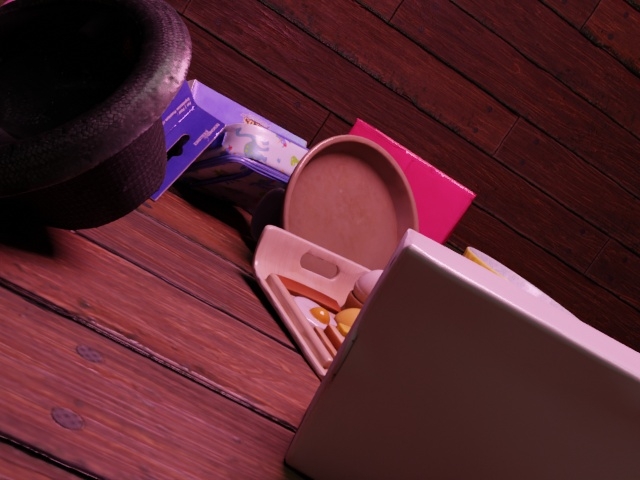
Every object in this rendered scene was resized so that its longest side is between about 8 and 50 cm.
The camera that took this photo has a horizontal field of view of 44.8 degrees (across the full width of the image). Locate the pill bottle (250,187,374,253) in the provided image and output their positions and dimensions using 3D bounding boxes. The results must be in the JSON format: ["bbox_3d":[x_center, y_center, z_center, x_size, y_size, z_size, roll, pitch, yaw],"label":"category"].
[{"bbox_3d":[0.000,0.000,1.250,0.219,0.122,0.123,26,12,-37],"label":"pill bottle"}]

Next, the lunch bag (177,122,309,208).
[{"bbox_3d":[-0.132,-0.121,1.285,0.176,0.090,0.219,25,-19,-39],"label":"lunch bag"}]

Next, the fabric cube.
[{"bbox_3d":[0.120,-0.047,1.471,0.259,0.258,0.254,35,9,8],"label":"fabric cube"}]

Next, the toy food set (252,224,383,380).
[{"bbox_3d":[0.060,0.103,0.992,0.220,0.092,0.306,26,16,-37],"label":"toy food set"}]

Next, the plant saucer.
[{"bbox_3d":[0.044,-0.021,1.181,0.278,0.277,0.041,26,-19,-36],"label":"plant saucer"}]

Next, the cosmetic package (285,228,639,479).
[{"bbox_3d":[0.189,0.174,0.668,0.385,0.217,0.156,31,10,5],"label":"cosmetic package"}]

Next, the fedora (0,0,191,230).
[{"bbox_3d":[-0.260,-0.113,0.769,0.334,0.334,0.152,42,-21,42],"label":"fedora"}]

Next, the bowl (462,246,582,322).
[{"bbox_3d":[0.386,0.157,1.621,0.290,0.156,0.289,32,9,-6],"label":"bowl"}]

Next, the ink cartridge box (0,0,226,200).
[{"bbox_3d":[-0.337,-0.230,1.156,0.371,0.175,0.069,35,-27,5],"label":"ink cartridge box"}]

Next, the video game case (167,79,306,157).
[{"bbox_3d":[-0.203,-0.190,1.383,0.244,0.061,0.270,1,-15,43],"label":"video game case"}]

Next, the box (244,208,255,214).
[{"bbox_3d":[-0.121,-0.079,1.459,0.083,0.052,0.062,34,10,12],"label":"box"}]
